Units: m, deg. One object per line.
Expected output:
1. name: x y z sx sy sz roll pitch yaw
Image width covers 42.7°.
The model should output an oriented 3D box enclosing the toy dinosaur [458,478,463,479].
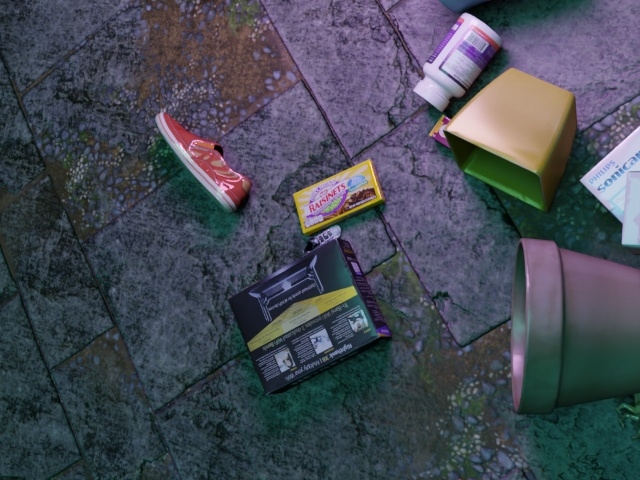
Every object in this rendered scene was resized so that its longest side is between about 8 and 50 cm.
1. toy dinosaur: 0.300 0.527 1.663 0.082 0.047 0.090 46 115 41

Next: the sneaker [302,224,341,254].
1. sneaker: 0.000 0.000 1.851 0.098 0.069 0.038 -46 68 13

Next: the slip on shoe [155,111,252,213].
1. slip on shoe: -0.288 -0.203 1.998 0.101 0.123 0.331 -41 67 -9

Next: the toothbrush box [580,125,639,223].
1. toothbrush box: 0.669 -0.074 1.515 0.216 0.126 0.295 -44 67 15

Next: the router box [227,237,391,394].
1. router box: -0.029 0.173 1.837 0.309 0.081 0.243 -29 72 19

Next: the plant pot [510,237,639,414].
1. plant pot: 0.498 0.162 1.490 0.280 0.323 0.323 3 85 10

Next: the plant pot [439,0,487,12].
1. plant pot: 0.338 -0.611 1.677 0.255 0.272 0.271 -33 70 34

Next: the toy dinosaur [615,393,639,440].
1. toy dinosaur: 0.607 0.320 1.546 0.093 0.053 0.183 -24 61 3

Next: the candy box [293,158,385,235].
1. candy box: 0.040 -0.097 1.864 0.206 0.027 0.105 -24 66 21

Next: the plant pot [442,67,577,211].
1. plant pot: 0.396 -0.212 1.625 0.212 0.212 0.187 30 85 25

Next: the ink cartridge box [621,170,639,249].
1. ink cartridge box: 0.586 -0.041 1.381 0.127 0.176 0.128 3 87 28

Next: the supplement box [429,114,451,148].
1. supplement box: 0.284 -0.223 1.759 0.083 0.043 0.055 37 99 24

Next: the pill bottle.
1. pill bottle: 0.287 -0.373 1.741 0.108 0.108 0.193 42 102 23
